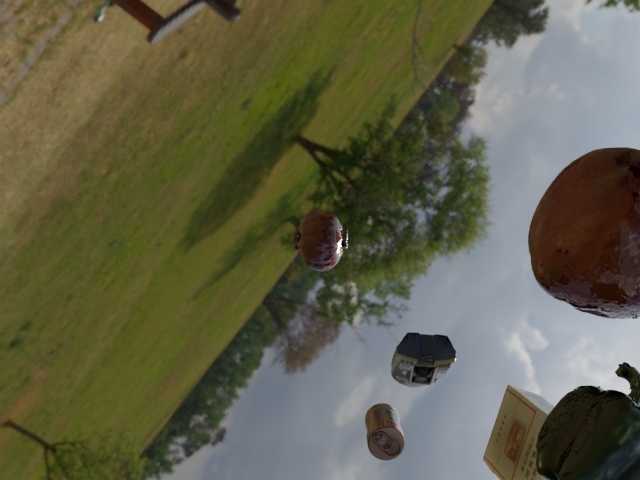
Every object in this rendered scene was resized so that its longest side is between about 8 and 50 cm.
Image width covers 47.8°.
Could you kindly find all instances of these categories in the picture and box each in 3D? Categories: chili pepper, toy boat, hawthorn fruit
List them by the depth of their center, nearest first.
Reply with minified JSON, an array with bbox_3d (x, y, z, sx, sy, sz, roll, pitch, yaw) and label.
[{"bbox_3d":[0.471,0.311,1.177,0.261,0.174,0.165,-46,177,-16],"label":"chili pepper"},{"bbox_3d":[0.520,-0.012,1.328,0.295,0.295,0.311,-146,-126,-86],"label":"hawthorn fruit"},{"bbox_3d":[0.223,0.291,1.631,0.295,0.129,0.088,89,6,-66],"label":"toy boat"}]

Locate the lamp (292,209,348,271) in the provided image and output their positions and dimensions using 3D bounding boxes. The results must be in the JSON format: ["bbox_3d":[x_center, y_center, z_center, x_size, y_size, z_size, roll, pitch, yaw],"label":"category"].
[{"bbox_3d":[0.000,0.000,1.172,0.101,0.090,0.101,-3,90,-87],"label":"lamp"}]

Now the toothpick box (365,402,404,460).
[{"bbox_3d":[0.170,0.510,1.934,0.098,0.098,0.149,-53,-174,9],"label":"toothpick box"}]

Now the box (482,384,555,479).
[{"bbox_3d":[0.498,0.487,1.689,0.330,0.095,0.210,-135,-117,-85],"label":"box"}]
